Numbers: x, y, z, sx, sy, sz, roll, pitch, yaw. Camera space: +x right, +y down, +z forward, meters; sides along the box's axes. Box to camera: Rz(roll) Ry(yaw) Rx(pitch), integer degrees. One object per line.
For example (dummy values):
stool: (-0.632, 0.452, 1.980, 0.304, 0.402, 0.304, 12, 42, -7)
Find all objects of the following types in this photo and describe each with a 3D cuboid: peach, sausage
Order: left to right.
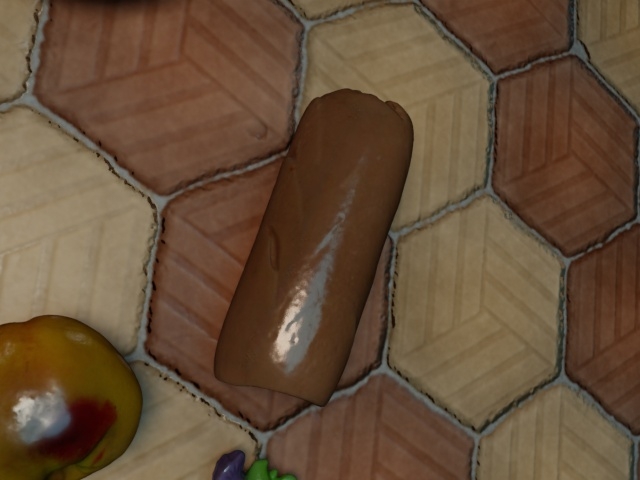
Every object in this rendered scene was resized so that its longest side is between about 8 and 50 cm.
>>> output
peach: (-0.212, 0.123, 0.464, 0.138, 0.138, 0.138, 3, 82, -23)
sausage: (0.000, -0.001, 0.572, 0.121, 0.121, 0.304, 24, 76, -19)

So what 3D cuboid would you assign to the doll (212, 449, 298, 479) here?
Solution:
doll: (-0.095, 0.276, 0.537, 0.190, 0.050, 0.115, -38, 92, -21)
